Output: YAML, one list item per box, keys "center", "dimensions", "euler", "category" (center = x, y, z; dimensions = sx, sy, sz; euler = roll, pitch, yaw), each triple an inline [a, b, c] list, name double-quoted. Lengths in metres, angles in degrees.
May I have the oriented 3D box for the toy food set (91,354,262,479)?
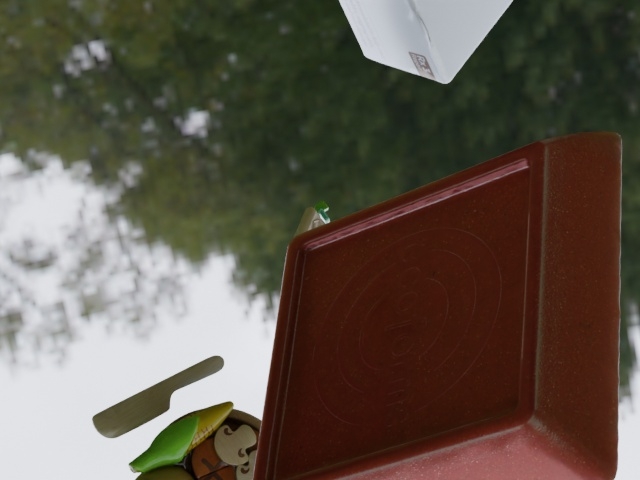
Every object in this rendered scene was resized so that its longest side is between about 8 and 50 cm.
- center: [-0.080, 0.192, 1.397]
  dimensions: [0.132, 0.192, 0.038]
  euler: [-29, 179, -17]
  category: "toy food set"

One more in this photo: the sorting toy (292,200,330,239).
- center: [0.000, 0.000, 1.696]
  dimensions: [0.012, 0.062, 0.083]
  euler: [-20, -152, 29]
  category: "sorting toy"

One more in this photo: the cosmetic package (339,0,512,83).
- center: [0.105, -0.234, 1.256]
  dimensions: [0.085, 0.117, 0.231]
  euler: [24, -115, 37]
  category: "cosmetic package"

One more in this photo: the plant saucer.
- center: [0.060, 0.059, 1.115]
  dimensions: [0.259, 0.047, 0.258]
  euler: [-20, -135, 32]
  category: "plant saucer"
